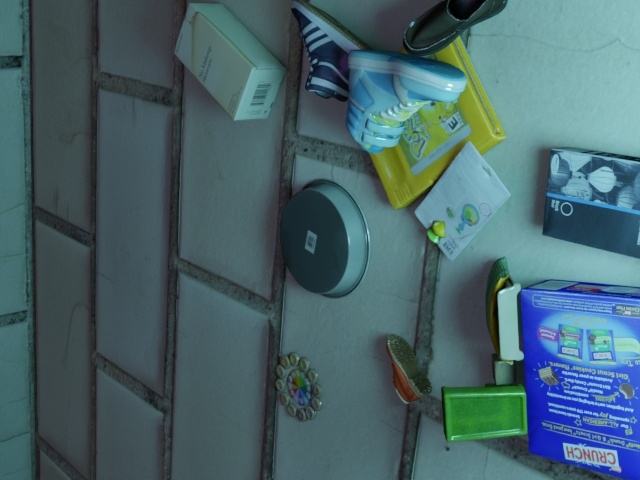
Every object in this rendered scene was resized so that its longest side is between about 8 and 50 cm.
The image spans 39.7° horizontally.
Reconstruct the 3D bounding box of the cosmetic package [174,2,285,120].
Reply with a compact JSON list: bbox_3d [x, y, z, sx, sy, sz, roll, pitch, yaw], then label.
[{"bbox_3d":[-0.235,-0.457,2.254,0.309,0.113,0.160,47,130,30],"label":"cosmetic package"}]

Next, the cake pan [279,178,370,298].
[{"bbox_3d":[0.000,0.000,2.129,0.293,0.054,0.293,13,108,47],"label":"cake pan"}]

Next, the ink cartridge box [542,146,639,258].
[{"bbox_3d":[0.537,-0.057,1.503,0.332,0.065,0.166,15,109,45],"label":"ink cartridge box"}]

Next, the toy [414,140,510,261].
[{"bbox_3d":[0.292,-0.078,1.780,0.137,0.056,0.237,56,139,19],"label":"toy"}]

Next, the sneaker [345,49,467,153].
[{"bbox_3d":[0.164,-0.262,1.766,0.319,0.127,0.208,30,119,53],"label":"sneaker"}]

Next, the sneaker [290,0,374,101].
[{"bbox_3d":[-0.003,-0.421,1.982,0.282,0.099,0.153,46,114,34],"label":"sneaker"}]

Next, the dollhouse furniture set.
[{"bbox_3d":[0.298,0.201,1.688,0.151,0.197,0.302,-4,102,4],"label":"dollhouse furniture set"}]

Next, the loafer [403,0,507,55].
[{"bbox_3d":[0.245,-0.431,1.689,0.220,0.078,0.080,-29,75,24],"label":"loafer"}]

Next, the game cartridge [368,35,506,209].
[{"bbox_3d":[0.207,-0.257,1.842,0.323,0.052,0.285,-36,71,45],"label":"game cartridge"}]

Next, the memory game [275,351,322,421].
[{"bbox_3d":[-0.059,0.382,2.307,0.186,0.012,0.186,13,108,46],"label":"memory game"}]

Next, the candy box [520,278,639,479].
[{"bbox_3d":[0.499,0.241,1.563,0.268,0.122,0.317,4,100,47],"label":"candy box"}]

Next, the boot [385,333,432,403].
[{"bbox_3d":[0.179,0.290,1.986,0.084,0.059,0.158,-46,65,49],"label":"boot"}]
